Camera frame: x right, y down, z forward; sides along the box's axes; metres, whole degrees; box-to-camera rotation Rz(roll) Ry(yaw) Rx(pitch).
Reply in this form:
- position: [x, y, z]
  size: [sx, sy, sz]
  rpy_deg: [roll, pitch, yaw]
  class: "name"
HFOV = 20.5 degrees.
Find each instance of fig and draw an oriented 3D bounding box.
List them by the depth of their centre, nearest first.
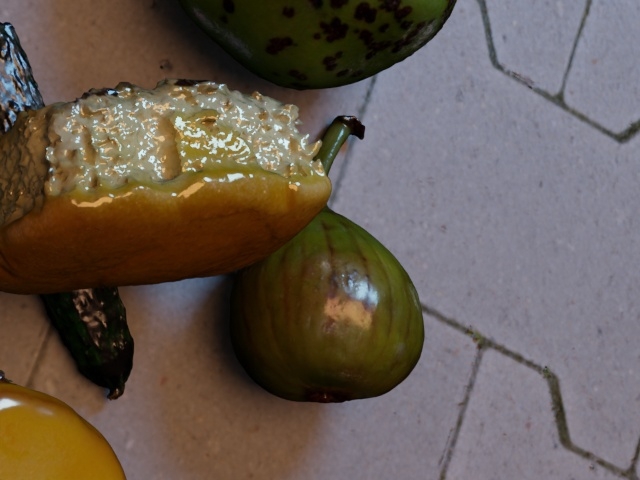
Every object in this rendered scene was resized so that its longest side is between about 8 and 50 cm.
- position: [0.000, 0.000, 1.384]
  size: [0.151, 0.151, 0.259]
  rpy_deg: [10, 63, -27]
  class: "fig"

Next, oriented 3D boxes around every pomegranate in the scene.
- position: [-0.006, -0.244, 1.352]
  size: [0.254, 0.270, 0.254]
  rpy_deg: [0, 86, 1]
  class: "pomegranate"

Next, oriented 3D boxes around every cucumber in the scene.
- position: [-0.202, -0.017, 1.312]
  size: [0.067, 0.067, 0.294]
  rpy_deg: [-25, 94, -30]
  class: "cucumber"

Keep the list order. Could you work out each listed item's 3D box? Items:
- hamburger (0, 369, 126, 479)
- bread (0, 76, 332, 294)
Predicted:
- position: [-0.250, 0.205, 1.185]
  size: [0.246, 0.170, 0.246]
  rpy_deg: [-2, 93, -38]
  class: "hamburger"
- position: [-0.121, -0.031, 1.233]
  size: [0.245, 0.174, 0.121]
  rpy_deg: [-8, 68, -38]
  class: "bread"
